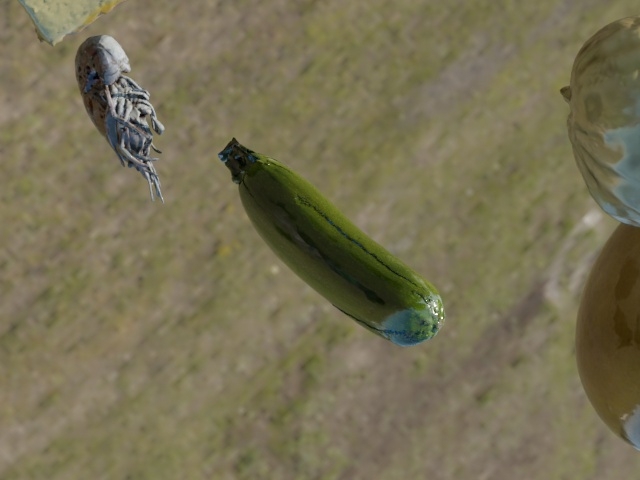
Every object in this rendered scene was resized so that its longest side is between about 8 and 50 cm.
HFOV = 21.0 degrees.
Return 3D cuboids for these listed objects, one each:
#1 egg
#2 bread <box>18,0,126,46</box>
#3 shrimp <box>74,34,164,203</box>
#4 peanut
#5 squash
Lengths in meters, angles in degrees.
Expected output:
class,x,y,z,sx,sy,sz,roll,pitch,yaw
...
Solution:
class,x,y,z,sx,sy,sz,roll,pitch,yaw
egg,0.409,0.085,1.892,0.250,0.250,0.322,101,2,-73
bread,-0.280,-0.404,1.934,0.279,0.279,0.207,-32,135,2
shrimp,-0.175,-0.109,1.574,0.065,0.165,0.056,-22,-164,38
peanut,0.325,-0.064,1.426,0.340,0.158,0.174,27,112,-31
squash,0.000,0.000,1.793,0.087,0.331,0.087,-36,152,-23
